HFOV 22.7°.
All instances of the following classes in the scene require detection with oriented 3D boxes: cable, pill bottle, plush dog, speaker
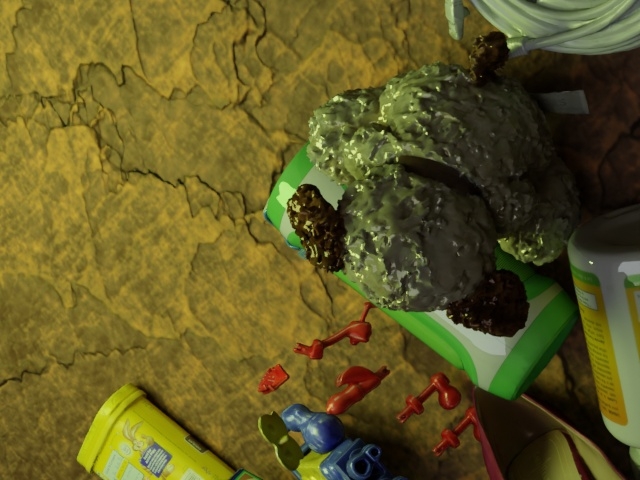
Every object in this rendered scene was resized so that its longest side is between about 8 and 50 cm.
[{"bbox_3d":[0.217,-0.279,1.309,0.257,0.089,0.257,5,114,32],"label":"cable"},{"bbox_3d":[0.306,0.100,1.406,0.136,0.136,0.246,-1,112,35],"label":"pill bottle"},{"bbox_3d":[0.100,-0.038,1.354,0.262,0.225,0.211,22,151,1],"label":"plush dog"},{"bbox_3d":[0.096,0.021,1.512,0.296,0.131,0.131,37,129,14],"label":"speaker"}]

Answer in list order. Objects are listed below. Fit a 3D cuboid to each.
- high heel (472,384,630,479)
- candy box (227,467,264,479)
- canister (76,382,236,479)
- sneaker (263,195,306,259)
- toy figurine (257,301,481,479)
[{"bbox_3d":[0.204,0.220,1.415,0.127,0.377,0.181,-41,91,-3],"label":"high heel"},{"bbox_3d":[-0.001,0.444,1.785,0.317,0.122,0.268,24,128,17],"label":"candy box"},{"bbox_3d":[-0.191,0.266,1.878,0.170,0.073,0.126,38,129,12],"label":"canister"},{"bbox_3d":[0.000,0.000,1.619,0.144,0.059,0.053,40,127,11],"label":"sneaker"},{"bbox_3d":[0.071,0.253,1.683,0.362,0.191,0.217,47,161,-4],"label":"toy figurine"}]
